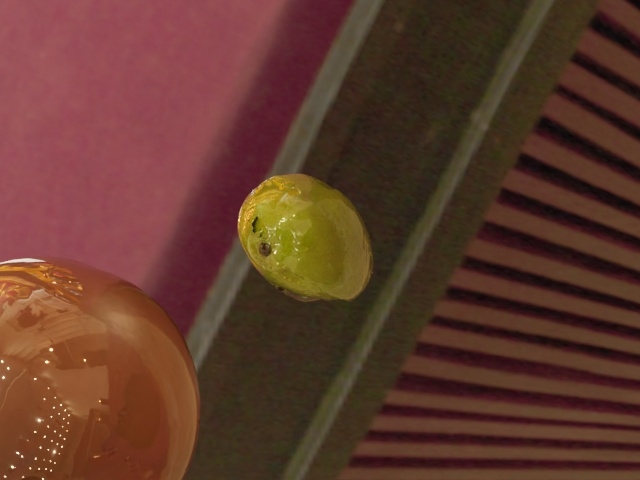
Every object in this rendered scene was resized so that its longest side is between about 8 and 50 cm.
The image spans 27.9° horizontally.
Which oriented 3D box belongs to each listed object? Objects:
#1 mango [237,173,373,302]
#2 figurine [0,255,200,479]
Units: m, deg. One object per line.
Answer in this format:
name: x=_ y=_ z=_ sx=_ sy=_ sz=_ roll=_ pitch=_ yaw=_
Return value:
mango: x=0.000 y=0.000 z=0.937 sx=0.074 sy=0.165 sz=0.091 roll=-15 pitch=76 yaw=24
figurine: x=-0.194 y=0.205 z=0.484 sx=0.277 sy=0.248 sz=0.388 roll=3 pitch=51 yaw=-1
